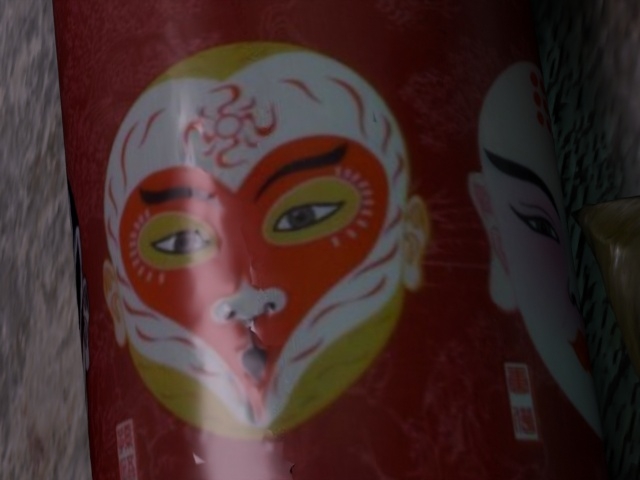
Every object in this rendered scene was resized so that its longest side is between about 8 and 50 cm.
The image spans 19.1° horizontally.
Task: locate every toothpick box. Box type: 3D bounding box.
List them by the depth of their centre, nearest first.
[{"bbox_3d":[0.000,0.000,0.764,0.204,0.204,0.333,-26,65,48],"label":"toothpick box"}]

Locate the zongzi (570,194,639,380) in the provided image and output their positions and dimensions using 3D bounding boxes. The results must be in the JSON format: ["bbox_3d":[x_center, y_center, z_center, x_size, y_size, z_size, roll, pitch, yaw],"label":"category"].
[{"bbox_3d":[0.196,0.134,0.548,0.393,0.174,0.356,164,97,-70],"label":"zongzi"}]
